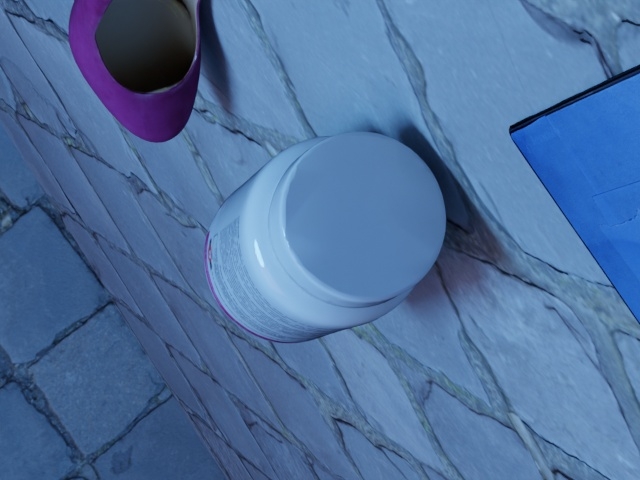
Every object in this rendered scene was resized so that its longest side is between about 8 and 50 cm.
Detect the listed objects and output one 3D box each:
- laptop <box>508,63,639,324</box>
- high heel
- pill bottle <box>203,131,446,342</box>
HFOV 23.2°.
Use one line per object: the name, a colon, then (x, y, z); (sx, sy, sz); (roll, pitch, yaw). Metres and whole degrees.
laptop: (0.219, 0.132, 0.876); (0.236, 0.408, 0.382); (21, 169, -12)
high heel: (-0.150, -0.188, 1.392); (0.181, 0.127, 0.377); (54, 165, 37)
pill bottle: (0.000, 0.000, 1.329); (0.160, 0.160, 0.283); (53, 165, -2)
